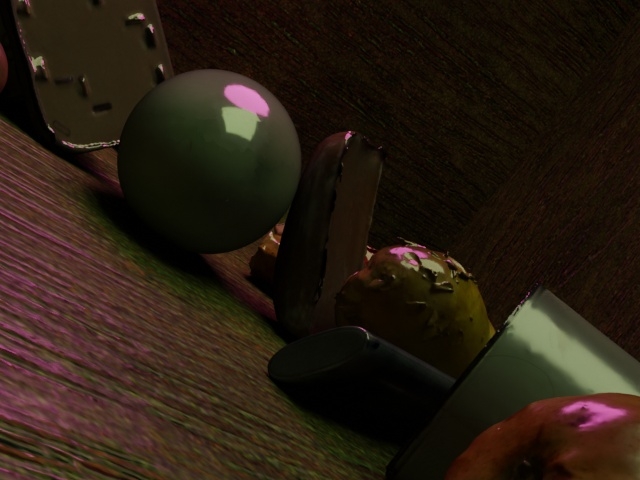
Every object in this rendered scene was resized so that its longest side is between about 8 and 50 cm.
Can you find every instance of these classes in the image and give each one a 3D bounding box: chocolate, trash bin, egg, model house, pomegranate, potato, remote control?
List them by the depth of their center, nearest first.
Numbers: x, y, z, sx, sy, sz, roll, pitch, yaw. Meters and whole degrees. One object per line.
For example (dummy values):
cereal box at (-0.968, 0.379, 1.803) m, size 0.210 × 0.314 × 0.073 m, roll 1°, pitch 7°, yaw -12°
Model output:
pomegranate at (0.159, 0.187, 0.597) m, size 0.207 × 0.207 × 0.207 m, roll 38°, pitch 4°, yaw -3°
trash bin at (0.221, 0.199, 0.894) m, size 0.262 × 0.217 × 0.277 m, roll 39°, pitch 13°, yaw 10°
remote control at (0.091, 0.160, 1.071) m, size 0.377 × 0.107 × 0.044 m, roll 32°, pitch 48°, yaw -53°
egg at (-0.122, -0.088, 1.166) m, size 0.203 × 0.203 × 0.283 m, roll 38°, pitch 5°, yaw -4°
potato at (0.108, 0.105, 1.189) m, size 0.172 × 0.140 × 0.300 m, roll 2°, pitch -32°, yaw 25°
chocolate at (-0.001, -0.001, 1.222) m, size 0.083 × 0.262 × 0.161 m, roll 10°, pitch -9°, yaw 20°
model house at (-0.340, -0.209, 1.307) m, size 0.204 × 0.219 × 0.278 m, roll -19°, pitch 9°, yaw -40°

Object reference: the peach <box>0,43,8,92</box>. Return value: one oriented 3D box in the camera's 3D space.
peach at (-0.337, -0.166, 1.001) m, size 0.083 × 0.083 × 0.083 m, roll 38°, pitch 4°, yaw -3°

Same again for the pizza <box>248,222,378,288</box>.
pizza at (0.039, 0.056, 1.559) m, size 0.440 × 0.130 × 0.406 m, roll 36°, pitch 7°, yaw -29°
